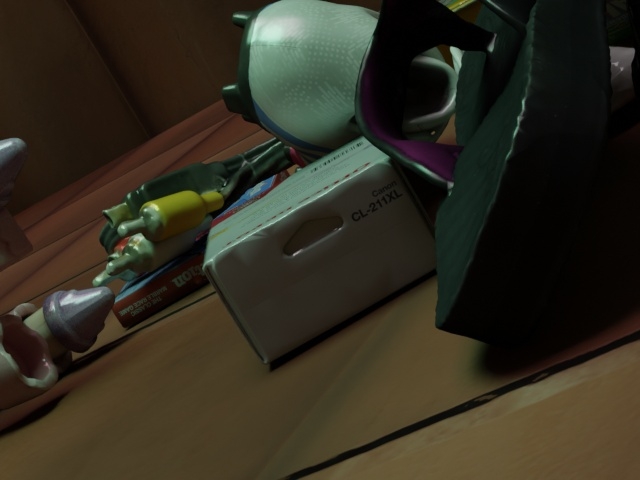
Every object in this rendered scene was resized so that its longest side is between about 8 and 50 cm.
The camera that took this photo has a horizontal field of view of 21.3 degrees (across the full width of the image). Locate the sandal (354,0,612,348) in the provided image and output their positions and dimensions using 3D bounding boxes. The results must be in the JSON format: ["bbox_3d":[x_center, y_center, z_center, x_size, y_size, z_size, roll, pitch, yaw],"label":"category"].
[{"bbox_3d":[0.077,-0.092,0.889,0.446,0.107,0.167,-76,4,-71],"label":"sandal"}]

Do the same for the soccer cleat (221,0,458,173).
[{"bbox_3d":[0.042,-0.091,1.235,0.143,0.116,0.331,7,-4,17],"label":"soccer cleat"}]

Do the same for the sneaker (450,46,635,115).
[{"bbox_3d":[0.140,-0.112,1.126,0.080,0.094,0.212,-33,9,-20],"label":"sneaker"}]

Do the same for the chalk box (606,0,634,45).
[{"bbox_3d":[0.228,-0.274,1.284,0.180,0.179,0.289,-27,-30,37],"label":"chalk box"}]

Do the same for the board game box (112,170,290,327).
[{"bbox_3d":[-0.099,-0.001,1.523,0.145,0.027,0.281,-31,9,9],"label":"board game box"}]

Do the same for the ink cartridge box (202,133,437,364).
[{"bbox_3d":[0.000,0.000,1.042,0.127,0.072,0.175,-30,9,3],"label":"ink cartridge box"}]

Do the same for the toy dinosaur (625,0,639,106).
[{"bbox_3d":[0.208,-0.210,1.001,0.322,0.218,0.164,15,-44,-38],"label":"toy dinosaur"}]

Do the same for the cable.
[{"bbox_3d":[-0.076,-0.034,1.460,0.287,0.072,0.139,-23,-14,-30],"label":"cable"}]

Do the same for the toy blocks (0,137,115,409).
[{"bbox_3d":[-0.302,0.018,1.245,0.260,0.288,0.309,-34,4,20],"label":"toy blocks"}]

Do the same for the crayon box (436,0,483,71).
[{"bbox_3d":[0.203,-0.229,1.595,0.203,0.083,0.323,-25,10,33],"label":"crayon box"}]
